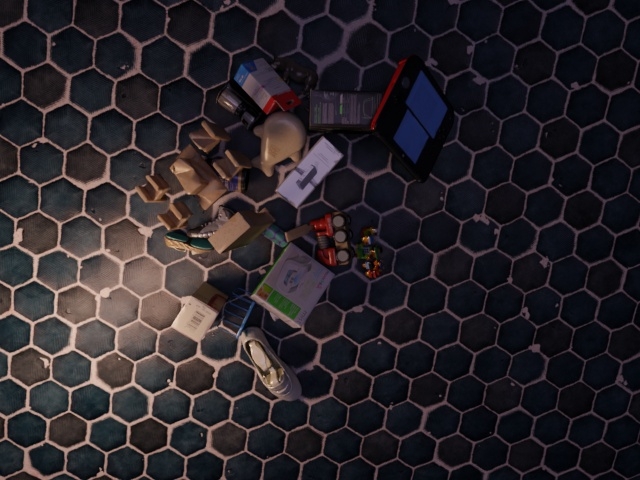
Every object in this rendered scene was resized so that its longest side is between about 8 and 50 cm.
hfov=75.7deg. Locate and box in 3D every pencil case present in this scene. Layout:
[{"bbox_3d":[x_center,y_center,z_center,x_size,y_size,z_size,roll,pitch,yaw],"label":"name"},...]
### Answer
[{"bbox_3d":[-0.194,-0.035,1.710,0.152,0.070,0.064,37,130,-10],"label":"pencil case"}]

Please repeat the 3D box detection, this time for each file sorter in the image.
[{"bbox_3d":[-0.346,0.298,1.726,0.105,0.118,0.170,25,96,-2],"label":"file sorter"}]

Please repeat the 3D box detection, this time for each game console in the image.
[{"bbox_3d":[0.363,-0.451,1.552,0.387,0.060,0.341,34,74,-41],"label":"game console"}]

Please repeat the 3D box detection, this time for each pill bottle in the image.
[{"bbox_3d":[-0.399,-0.262,1.639,0.220,0.123,0.122,6,98,-3],"label":"pill bottle"}]

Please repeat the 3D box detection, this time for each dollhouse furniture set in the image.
[{"bbox_3d":[-0.385,-0.167,1.534,0.362,0.256,0.394,-40,87,13],"label":"dollhouse furniture set"}]

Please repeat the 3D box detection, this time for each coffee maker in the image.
[{"bbox_3d":[-0.288,-0.547,1.606,0.178,0.120,0.171,39,94,-8],"label":"coffee maker"}]

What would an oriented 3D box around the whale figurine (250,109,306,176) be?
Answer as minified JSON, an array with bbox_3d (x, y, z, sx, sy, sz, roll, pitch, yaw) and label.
[{"bbox_3d":[-0.169,-0.390,1.644,0.216,0.141,0.272,30,120,-14],"label":"whale figurine"}]

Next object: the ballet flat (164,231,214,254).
[{"bbox_3d":[-0.543,0.020,1.710,0.207,0.073,0.067,17,124,-2],"label":"ballet flat"}]

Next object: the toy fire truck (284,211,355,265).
[{"bbox_3d":[0.000,0.000,1.699,0.247,0.158,0.216,-6,94,18],"label":"toy fire truck"}]

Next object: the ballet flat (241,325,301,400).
[{"bbox_3d":[-0.217,0.551,1.760,0.139,0.139,0.400,-31,99,2],"label":"ballet flat"}]

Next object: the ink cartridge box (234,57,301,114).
[{"bbox_3d":[-0.196,-0.570,1.563,0.231,0.134,0.078,48,134,-2],"label":"ink cartridge box"}]

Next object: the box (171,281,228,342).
[{"bbox_3d":[-0.477,0.282,1.656,0.127,0.232,0.148,33,95,-7],"label":"box"}]

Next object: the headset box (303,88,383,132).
[{"bbox_3d":[0.077,-0.483,1.570,0.284,0.246,0.131,1,99,-2],"label":"headset box"}]

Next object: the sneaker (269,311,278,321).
[{"bbox_3d":[-0.208,0.269,1.764,0.061,0.054,0.152,-29,105,-8],"label":"sneaker"}]

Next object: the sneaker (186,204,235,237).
[{"bbox_3d":[-0.433,-0.080,1.691,0.229,0.086,0.132,-4,94,-12],"label":"sneaker"}]

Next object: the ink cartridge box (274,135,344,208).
[{"bbox_3d":[-0.046,-0.263,1.618,0.114,0.197,0.273,42,94,-7],"label":"ink cartridge box"}]

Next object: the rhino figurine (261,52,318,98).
[{"bbox_3d":[-0.121,-0.660,1.622,0.244,0.073,0.106,26,100,-5],"label":"rhino figurine"}]

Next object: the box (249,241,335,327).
[{"bbox_3d":[-0.114,0.186,1.672,0.231,0.127,0.261,37,69,-6],"label":"box"}]

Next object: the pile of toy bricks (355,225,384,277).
[{"bbox_3d":[0.192,0.055,1.735,0.105,0.118,0.212,1,113,36],"label":"pile of toy bricks"}]
